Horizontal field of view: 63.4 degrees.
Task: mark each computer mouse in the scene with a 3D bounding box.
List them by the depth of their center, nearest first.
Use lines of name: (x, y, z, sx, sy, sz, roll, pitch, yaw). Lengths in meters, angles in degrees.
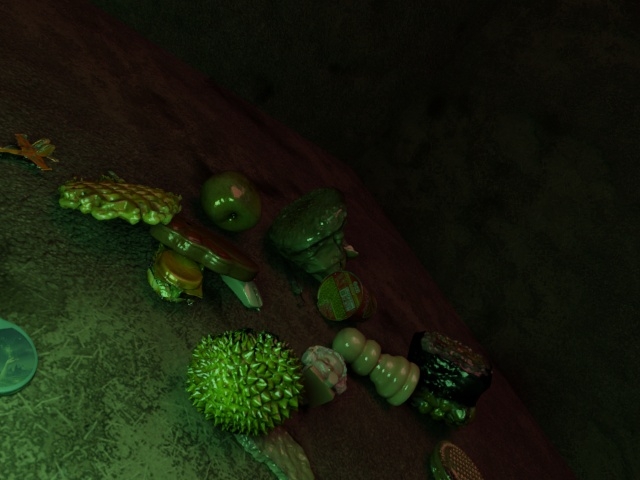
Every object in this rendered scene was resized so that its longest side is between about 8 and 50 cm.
computer mouse: (-0.234, 0.144, 1.612, 0.181, 0.056, 0.089, 49, 24, 13)

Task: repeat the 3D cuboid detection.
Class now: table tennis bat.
table tennis bat: (-0.579, 0.164, 0.906, 0.149, 0.038, 0.237, 16, 36, -53)

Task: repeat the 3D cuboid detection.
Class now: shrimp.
shrimp: (-0.605, -0.166, 1.560, 0.114, 0.023, 0.083, 43, 21, -15)

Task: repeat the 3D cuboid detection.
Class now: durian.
durian: (-0.162, 0.311, 1.147, 0.291, 0.291, 0.224, 25, 67, -43)

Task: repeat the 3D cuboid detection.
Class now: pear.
pear: (-0.314, -0.145, 1.843, 0.229, 0.188, 0.211, 31, 35, -34)

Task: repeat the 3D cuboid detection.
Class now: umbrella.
umbrella: (-0.095, 0.146, 1.911, 0.269, 0.044, 0.044, -115, -178, -45)

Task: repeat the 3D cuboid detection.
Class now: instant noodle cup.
instant noodle cup: (0.115, 0.232, 1.971, 0.212, 0.193, 0.193, 35, 18, -56)

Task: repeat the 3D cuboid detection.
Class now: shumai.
shumai: (0.000, 0.000, 2.024, 0.323, 0.324, 0.397, 56, -15, -25)

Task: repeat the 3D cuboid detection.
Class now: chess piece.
chess piece: (0.171, 0.413, 1.754, 0.300, 0.167, 0.167, 35, 20, -6)

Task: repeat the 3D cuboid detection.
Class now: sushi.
sushi: (0.448, 0.520, 1.913, 0.329, 0.285, 0.328, 26, 10, 13)

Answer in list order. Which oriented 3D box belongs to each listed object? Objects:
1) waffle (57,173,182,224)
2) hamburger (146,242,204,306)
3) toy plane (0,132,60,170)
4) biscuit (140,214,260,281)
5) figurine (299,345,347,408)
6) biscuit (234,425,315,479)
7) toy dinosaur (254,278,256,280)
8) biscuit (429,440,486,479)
waffle: (-0.523, -0.110, 1.357, 0.303, 0.068, 0.325, 13, 12, -2)
hamburger: (-0.382, 0.097, 1.351, 0.164, 0.093, 0.189, 36, 19, -17)
toy plane: (-0.764, -0.222, 1.318, 0.135, 0.062, 0.188, 48, 33, 10)
biscuit: (-0.350, 0.005, 1.504, 0.381, 0.074, 0.359, 33, 0, -3)
figurine: (0.010, 0.378, 1.480, 0.162, 0.141, 0.237, 52, 20, 7)
biscuit: (-0.091, 0.494, 1.201, 0.250, 0.032, 0.133, 45, 19, 3)
toy dinosaur: (-0.238, 0.119, 1.691, 0.041, 0.026, 0.113, -6, 60, -44)
biscuit: (0.447, 0.762, 1.654, 0.259, 0.079, 0.259, 38, 20, -17)
